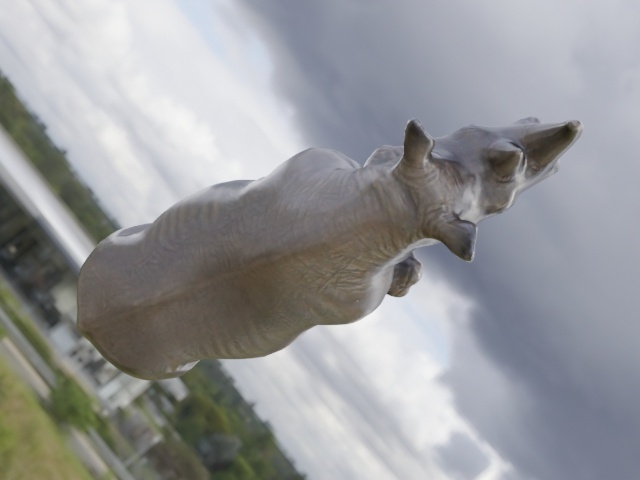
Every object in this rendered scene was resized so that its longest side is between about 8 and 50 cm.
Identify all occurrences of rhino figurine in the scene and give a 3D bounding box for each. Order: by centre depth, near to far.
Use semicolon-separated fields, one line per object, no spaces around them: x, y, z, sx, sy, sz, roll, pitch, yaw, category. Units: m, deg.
0.000;0.000;0.556;0.106;0.243;0.073;-15;85;-54;rhino figurine
